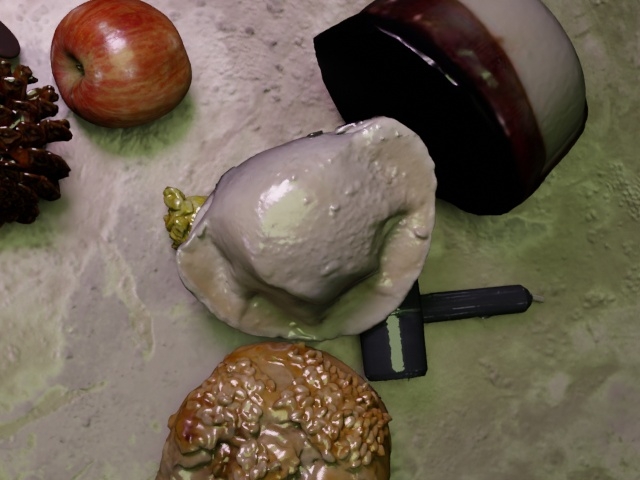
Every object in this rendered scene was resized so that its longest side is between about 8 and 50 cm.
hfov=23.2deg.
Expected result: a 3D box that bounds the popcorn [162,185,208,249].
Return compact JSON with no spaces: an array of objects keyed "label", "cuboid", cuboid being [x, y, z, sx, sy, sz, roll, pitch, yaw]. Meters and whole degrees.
[{"label":"popcorn","cuboid":[-0.145,-0.027,1.700,0.083,0.059,0.068,49,59,-16]}]

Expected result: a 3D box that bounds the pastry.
[{"label":"pastry","cuboid":[-0.050,0.259,1.637,0.255,0.162,0.311,13,85,-7]}]

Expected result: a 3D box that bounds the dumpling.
[{"label":"dumpling","cuboid":[-0.002,0.003,1.634,0.227,0.243,0.175,57,39,-13]}]

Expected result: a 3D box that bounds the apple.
[{"label":"apple","cuboid":[-0.211,-0.191,1.667,0.131,0.146,0.146,-18,87,-30]}]

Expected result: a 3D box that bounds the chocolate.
[{"label":"chocolate","cuboid":[0.154,-0.179,1.651,0.283,0.283,0.186,42,71,-1]}]

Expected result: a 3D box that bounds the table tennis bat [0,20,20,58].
[{"label":"table tennis bat","cuboid":[-0.360,-0.289,1.669,0.170,0.107,0.119,45,107,20]}]

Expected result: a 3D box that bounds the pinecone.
[{"label":"pinecone","cuboid":[-0.339,-0.111,1.646,0.163,0.163,0.165,9,60,-5]}]

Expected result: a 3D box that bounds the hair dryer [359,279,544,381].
[{"label":"hair dryer","cuboid":[0.147,0.084,1.724,0.219,0.071,0.124,-7,87,-15]}]
